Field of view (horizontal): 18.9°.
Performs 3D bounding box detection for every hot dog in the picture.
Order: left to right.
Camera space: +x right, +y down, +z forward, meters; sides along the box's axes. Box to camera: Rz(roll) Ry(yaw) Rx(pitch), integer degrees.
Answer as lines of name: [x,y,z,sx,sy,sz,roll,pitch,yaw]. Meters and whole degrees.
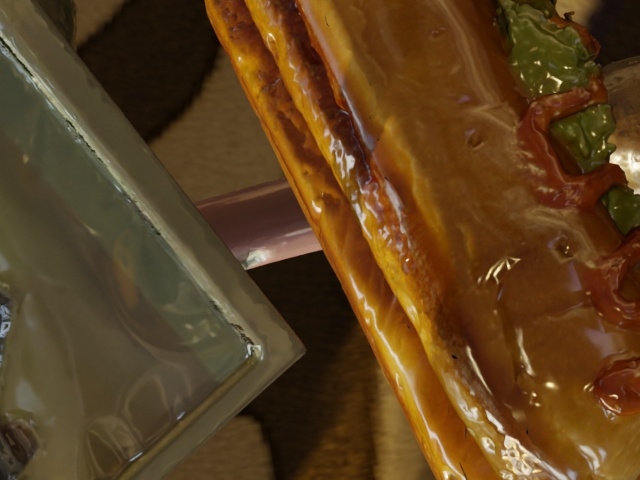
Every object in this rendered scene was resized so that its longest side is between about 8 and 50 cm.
hot dog: [0.047,-0.047,0.719,0.117,0.158,0.349,-22,59,-9]

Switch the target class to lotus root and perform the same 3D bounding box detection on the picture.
lotus root: [0.225,-0.069,1.239,0.081,0.122,0.112,-14,118,42]

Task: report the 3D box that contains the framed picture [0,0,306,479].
framed picture: [-0.131,0.021,0.565,0.192,0.265,0.018,-43,45,-6]

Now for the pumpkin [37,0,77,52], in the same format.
pumpkin: [-0.284,-0.091,0.881,0.327,0.257,0.291,41,77,5]

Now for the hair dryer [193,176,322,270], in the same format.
hair dryer: [0.000,0.000,1.350,0.352,0.125,0.210,-16,56,-17]
